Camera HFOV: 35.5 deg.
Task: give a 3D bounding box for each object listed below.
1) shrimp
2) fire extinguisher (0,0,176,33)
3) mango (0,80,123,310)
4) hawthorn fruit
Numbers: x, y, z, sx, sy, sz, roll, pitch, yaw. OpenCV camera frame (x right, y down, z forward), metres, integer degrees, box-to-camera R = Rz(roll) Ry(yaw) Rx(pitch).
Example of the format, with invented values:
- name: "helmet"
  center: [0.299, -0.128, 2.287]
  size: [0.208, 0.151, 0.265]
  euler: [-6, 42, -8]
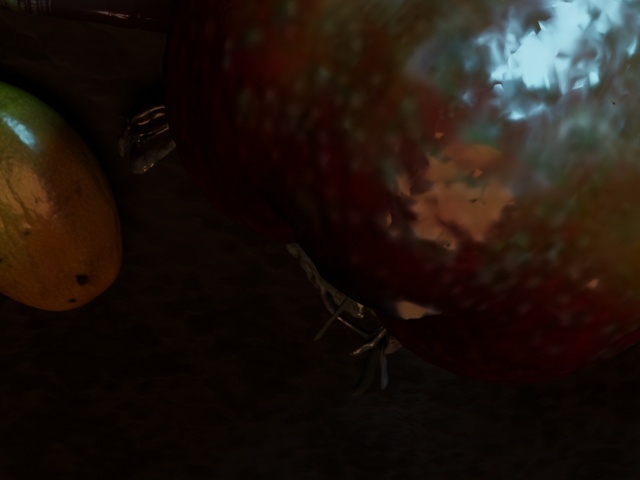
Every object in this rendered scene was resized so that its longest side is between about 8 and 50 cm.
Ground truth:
- name: "shrimp"
  center: [0.005, -0.001, 0.926]
  size: [0.166, 0.221, 0.410]
  euler: [-44, 108, -2]
- name: "fire extinguisher"
  center: [-0.270, -0.219, 0.710]
  size: [0.341, 0.105, 0.141]
  euler: [6, 169, -11]
- name: "mango"
  center: [-0.271, -0.035, 0.904]
  size: [0.157, 0.109, 0.262]
  euler: [-13, 133, 15]
- name: "hawthorn fruit"
  center: [0.107, -0.126, 0.679]
  size: [0.403, 0.403, 0.403]
  euler: [-2, 135, -2]
